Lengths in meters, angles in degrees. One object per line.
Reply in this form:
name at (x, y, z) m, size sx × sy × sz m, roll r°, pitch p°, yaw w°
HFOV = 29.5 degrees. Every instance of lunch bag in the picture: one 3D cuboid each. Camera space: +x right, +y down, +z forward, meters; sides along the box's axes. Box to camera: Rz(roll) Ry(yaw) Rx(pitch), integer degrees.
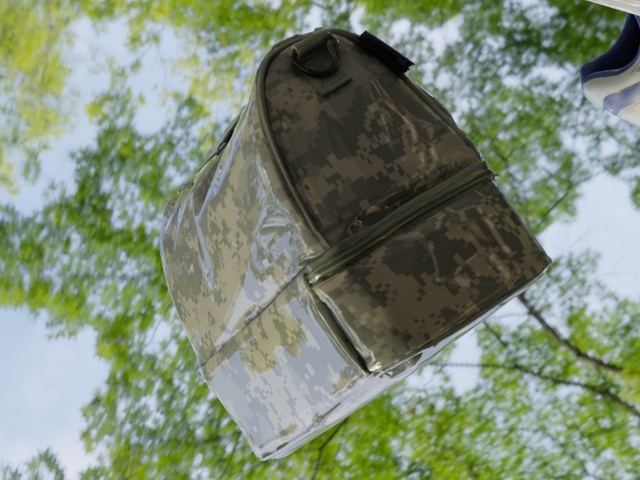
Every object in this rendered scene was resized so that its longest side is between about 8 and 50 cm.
lunch bag at (0.000, 0.000, 0.988) m, size 0.212 × 0.305 × 0.256 m, roll -32°, pitch -96°, yaw -33°

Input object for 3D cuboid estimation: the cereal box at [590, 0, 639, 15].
cereal box at (0.193, -0.240, 0.779) m, size 0.240 × 0.173 × 0.047 m, roll 15°, pitch -149°, yaw 0°

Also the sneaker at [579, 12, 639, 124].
sneaker at (0.302, -0.227, 0.979) m, size 0.131 × 0.296 × 0.112 m, roll 15°, pitch -158°, yaw -2°
